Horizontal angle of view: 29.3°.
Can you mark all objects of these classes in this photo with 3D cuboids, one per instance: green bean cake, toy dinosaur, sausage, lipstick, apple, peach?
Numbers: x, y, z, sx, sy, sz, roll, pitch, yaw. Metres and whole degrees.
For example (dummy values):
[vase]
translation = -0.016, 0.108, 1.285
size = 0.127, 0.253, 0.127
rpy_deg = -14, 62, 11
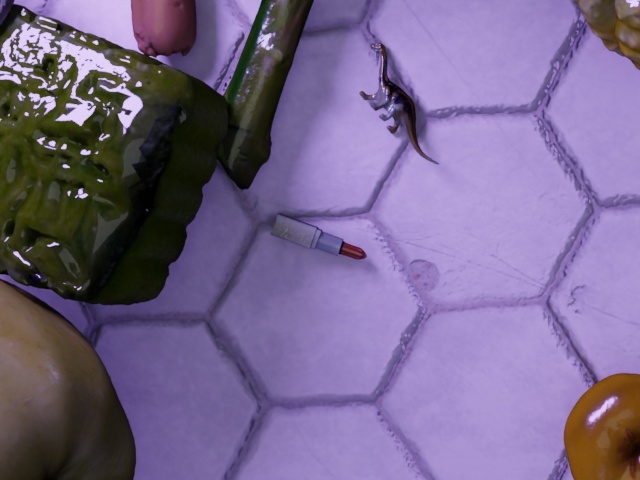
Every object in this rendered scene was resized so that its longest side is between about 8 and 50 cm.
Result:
[green bean cake]
translation = -0.318, -0.106, 1.514
size = 0.335, 0.218, 0.319
rpy_deg = 19, 91, 15
[toy dinosaur]
translation = 0.093, -0.169, 1.592
size = 0.058, 0.037, 0.180
rpy_deg = -26, 90, 10
[sausage]
translation = -0.209, -0.379, 1.579
size = 0.086, 0.086, 0.289
rpy_deg = -5, 91, 4
[lipstick]
translation = 0.000, 0.000, 1.611
size = 0.129, 0.030, 0.030
rpy_deg = 20, 94, 3
[apple]
translation = -0.442, 0.250, 1.427
size = 0.474, 0.473, 0.473
rpy_deg = 0, 93, 4
[peach]
translation = 0.399, 0.260, 1.561
size = 0.179, 0.103, 0.179
rpy_deg = 0, 90, 4

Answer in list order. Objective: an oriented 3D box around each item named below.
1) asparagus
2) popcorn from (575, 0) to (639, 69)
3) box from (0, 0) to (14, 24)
[asparagus]
translation = -0.066, -0.235, 1.574
size = 0.082, 0.085, 0.343
rpy_deg = 11, 100, -39
[popcorn]
translation = 0.466, -0.336, 1.436
size = 0.336, 0.279, 0.274
rpy_deg = -22, 133, 21
[box]
translation = -0.461, -0.317, 1.468
size = 0.151, 0.135, 0.151
rpy_deg = -19, 55, 30
